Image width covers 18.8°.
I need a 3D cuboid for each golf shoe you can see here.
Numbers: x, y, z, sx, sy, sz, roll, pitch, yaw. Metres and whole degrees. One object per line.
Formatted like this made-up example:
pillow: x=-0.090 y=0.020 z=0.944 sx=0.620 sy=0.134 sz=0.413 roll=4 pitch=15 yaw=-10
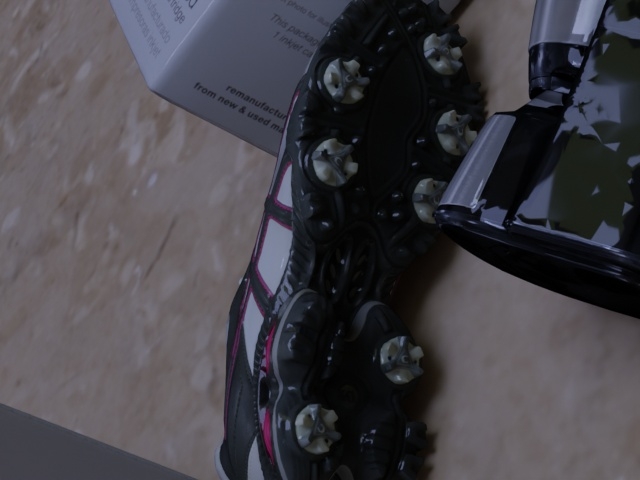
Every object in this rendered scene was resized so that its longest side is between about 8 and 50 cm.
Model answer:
golf shoe: x=0.000 y=0.000 z=0.961 sx=0.120 sy=0.105 sz=0.273 roll=-18 pitch=54 yaw=56

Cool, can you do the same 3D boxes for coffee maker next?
coffee maker: x=0.147 y=-0.061 z=0.785 sx=0.171 sy=0.120 sz=0.178 roll=7 pitch=75 yaw=54

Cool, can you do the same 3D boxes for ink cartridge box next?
ink cartridge box: x=0.013 y=-0.226 z=1.063 sx=0.306 sy=0.131 sz=0.226 roll=-52 pitch=36 yaw=19

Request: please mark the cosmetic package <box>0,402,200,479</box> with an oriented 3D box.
cosmetic package: x=-0.098 y=0.221 z=0.696 sx=0.097 sy=0.377 sz=0.284 roll=-26 pitch=50 yaw=41
